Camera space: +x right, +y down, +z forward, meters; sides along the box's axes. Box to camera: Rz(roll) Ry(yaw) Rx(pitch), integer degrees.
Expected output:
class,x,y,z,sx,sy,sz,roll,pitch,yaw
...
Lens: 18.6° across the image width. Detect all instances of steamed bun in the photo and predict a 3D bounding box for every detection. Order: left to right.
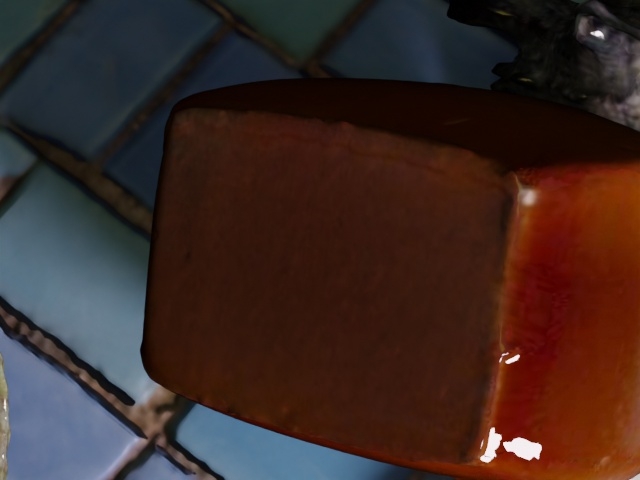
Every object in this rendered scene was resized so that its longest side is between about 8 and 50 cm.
class,x,y,z,sx,sy,sz,roll,pitch,yaw
steamed bun,0.073,0.019,1.224,0.379,0.248,0.235,10,95,45

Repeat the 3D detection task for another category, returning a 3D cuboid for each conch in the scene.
class,x,y,z,sx,sy,sz,roll,pitch,yaw
conch,0.248,-0.137,1.346,0.313,0.186,0.241,-11,39,21

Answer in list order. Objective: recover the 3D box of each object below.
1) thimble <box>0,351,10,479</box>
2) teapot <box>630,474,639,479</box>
class,x,y,z,sx,sy,sz,roll,pitch,yaw
thimble,-0.293,0.144,1.306,0.143,0.137,0.191,1,80,7
teapot,0.214,0.186,1.260,0.145,0.092,0.226,-33,73,-19
